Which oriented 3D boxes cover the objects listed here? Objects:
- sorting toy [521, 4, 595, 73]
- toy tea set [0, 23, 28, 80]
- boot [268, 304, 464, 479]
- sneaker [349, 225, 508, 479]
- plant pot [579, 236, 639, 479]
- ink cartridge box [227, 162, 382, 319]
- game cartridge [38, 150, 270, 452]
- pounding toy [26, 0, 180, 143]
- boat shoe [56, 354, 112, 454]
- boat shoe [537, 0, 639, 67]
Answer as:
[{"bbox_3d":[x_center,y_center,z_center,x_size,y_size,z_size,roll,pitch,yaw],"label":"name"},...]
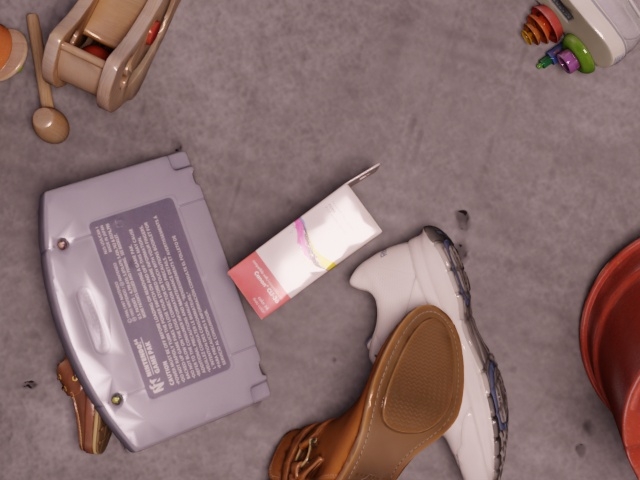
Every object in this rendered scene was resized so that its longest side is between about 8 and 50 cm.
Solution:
[{"bbox_3d":[0.259,-0.214,1.181,0.042,0.061,0.102,-35,68,1],"label":"sorting toy"},{"bbox_3d":[-0.441,-0.099,1.168,0.336,0.124,0.200,-39,62,4],"label":"toy tea set"},{"bbox_3d":[0.038,0.208,1.123,0.109,0.220,0.283,20,73,-24],"label":"boot"},{"bbox_3d":[0.127,0.138,1.177,0.129,0.111,0.297,-19,87,16],"label":"sneaker"},{"bbox_3d":[0.396,0.138,1.049,0.272,0.265,0.272,3,104,13],"label":"plant pot"},{"bbox_3d":[0.000,0.000,1.153,0.198,0.115,0.067,-37,90,1],"label":"ink cartridge box"},{"bbox_3d":[-0.190,0.067,1.151,0.196,0.060,0.294,-19,90,-27],"label":"game cartridge"},{"bbox_3d":[-0.254,-0.234,1.129,0.154,0.154,0.270,25,90,-1],"label":"pounding toy"},{"bbox_3d":[-0.262,0.149,1.183,0.060,0.064,0.178,-2,85,5],"label":"boat shoe"},{"bbox_3d":[0.280,-0.302,1.178,0.081,0.079,0.227,-38,93,-13],"label":"boat shoe"}]
